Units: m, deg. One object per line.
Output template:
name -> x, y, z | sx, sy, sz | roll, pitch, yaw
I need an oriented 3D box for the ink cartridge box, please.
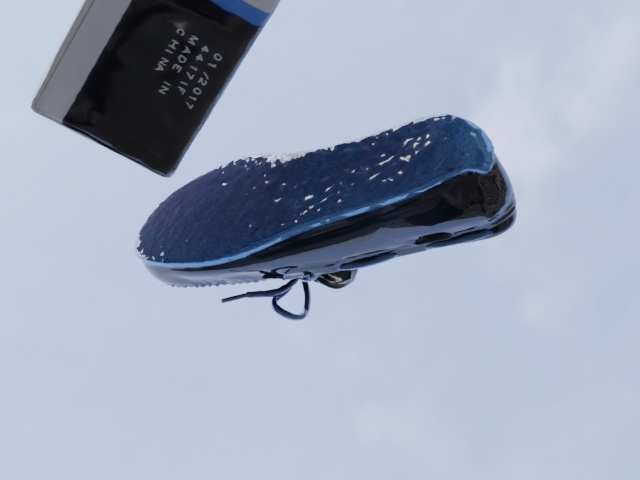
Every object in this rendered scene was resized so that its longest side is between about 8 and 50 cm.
ink cartridge box -> -0.019, -0.181, 0.729 | 0.065, 0.332, 0.165 | 26, -54, -11

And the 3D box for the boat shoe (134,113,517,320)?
boat shoe -> 0.000, 0.000, 1.144 | 0.258, 0.089, 0.109 | -8, -132, 35
